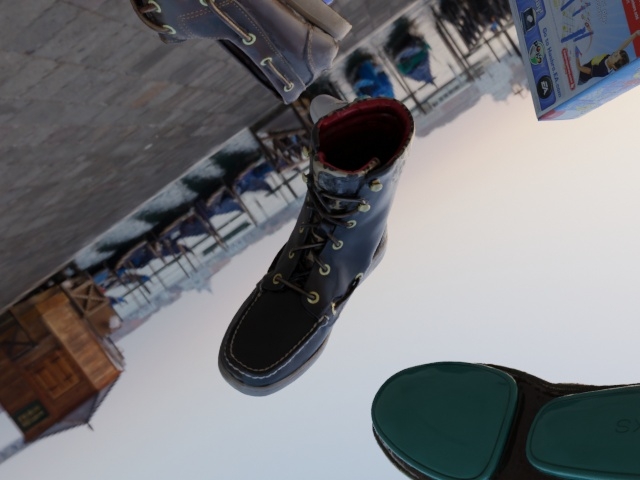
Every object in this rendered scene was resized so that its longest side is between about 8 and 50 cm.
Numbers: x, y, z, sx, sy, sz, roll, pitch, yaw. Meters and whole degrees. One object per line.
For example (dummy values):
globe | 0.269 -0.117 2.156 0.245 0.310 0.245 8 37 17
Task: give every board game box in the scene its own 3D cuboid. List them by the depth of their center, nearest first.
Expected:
board game box | 0.391 -0.363 0.810 0.086 0.308 0.302 -6 170 -21

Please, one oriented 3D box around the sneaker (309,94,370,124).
sneaker | 0.056 -0.204 0.987 0.080 0.212 0.094 -16 136 -27

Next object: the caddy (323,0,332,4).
caddy | -0.050 -0.603 1.147 0.179 0.241 0.341 -14 153 -47

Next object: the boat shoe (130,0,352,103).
boat shoe | -0.061 -0.133 0.317 0.073 0.073 0.207 -50 143 15

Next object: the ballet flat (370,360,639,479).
ballet flat | 0.171 0.160 0.444 0.123 0.123 0.349 -37 -170 -32

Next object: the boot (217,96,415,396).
boot | 0.000 0.000 0.796 0.377 0.138 0.284 -44 157 -37
